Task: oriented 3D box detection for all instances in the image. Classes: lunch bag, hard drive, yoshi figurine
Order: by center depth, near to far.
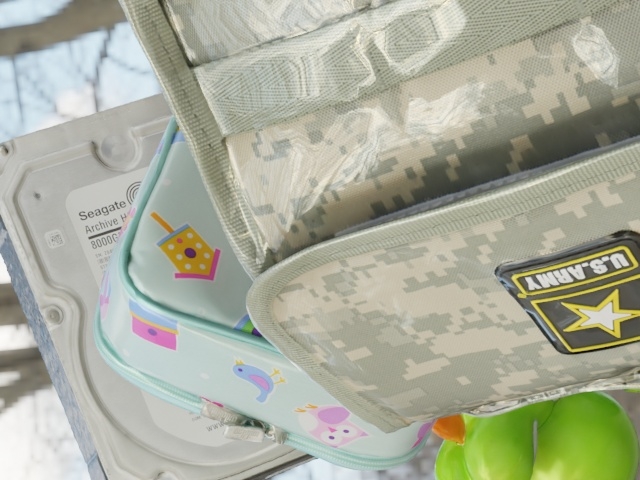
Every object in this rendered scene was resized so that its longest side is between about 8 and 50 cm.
[{"bbox_3d":[0.076,-0.069,0.657,0.287,0.235,0.169,66,-155,-15],"label":"lunch bag"},{"bbox_3d":[0.000,0.000,1.111,0.108,0.224,0.279,118,173,-49],"label":"lunch bag"},{"bbox_3d":[0.185,0.082,1.482,0.203,0.203,0.362,89,-166,-49],"label":"yoshi figurine"},{"bbox_3d":[-0.124,0.048,1.549,0.339,0.237,0.064,66,157,12],"label":"hard drive"}]
